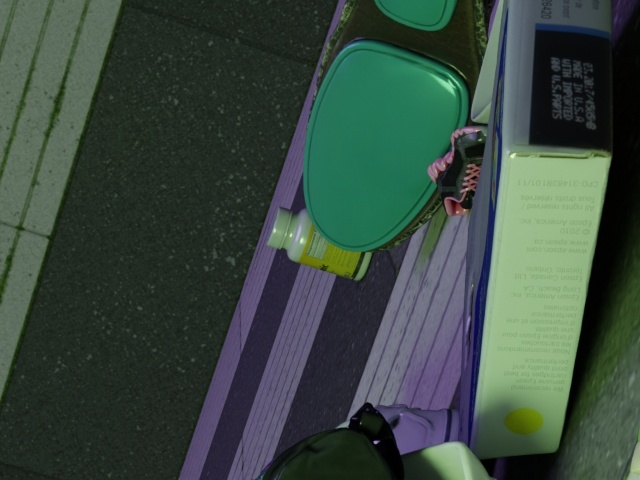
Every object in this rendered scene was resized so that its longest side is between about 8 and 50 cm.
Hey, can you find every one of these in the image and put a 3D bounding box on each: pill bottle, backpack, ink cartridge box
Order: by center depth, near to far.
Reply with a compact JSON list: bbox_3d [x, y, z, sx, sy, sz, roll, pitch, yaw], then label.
[{"bbox_3d":[0.001,0.184,0.957,0.182,0.115,0.152,133,123,-78],"label":"backpack"},{"bbox_3d":[0.133,-0.028,0.998,0.304,0.072,0.307,-81,-7,-48],"label":"ink cartridge box"},{"bbox_3d":[0.000,0.000,1.821,0.065,0.116,0.065,-162,90,-83],"label":"pill bottle"}]

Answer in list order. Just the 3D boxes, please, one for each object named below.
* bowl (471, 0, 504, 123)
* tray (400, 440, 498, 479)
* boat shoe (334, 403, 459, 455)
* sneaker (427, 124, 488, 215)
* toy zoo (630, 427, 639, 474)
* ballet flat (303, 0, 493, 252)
[{"bbox_3d":[0.167,-0.160,1.194,0.142,0.053,0.142,127,159,-69],"label":"bowl"},{"bbox_3d":[0.075,0.200,0.972,0.270,0.030,0.145,133,127,-74],"label":"tray"},{"bbox_3d":[0.050,0.166,1.174,0.258,0.084,0.095,130,156,-72],"label":"boat shoe"},{"bbox_3d":[0.127,-0.057,1.337,0.119,0.047,0.057,119,147,-65],"label":"sneaker"},{"bbox_3d":[0.210,-0.046,0.685,0.192,0.030,0.293,129,157,-72],"label":"toy zoo"},{"bbox_3d":[0.098,-0.203,1.408,0.182,0.164,0.483,-49,-23,-43],"label":"ballet flat"}]
